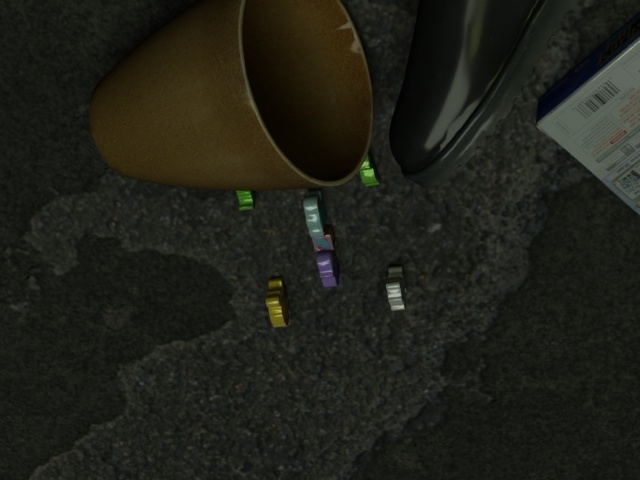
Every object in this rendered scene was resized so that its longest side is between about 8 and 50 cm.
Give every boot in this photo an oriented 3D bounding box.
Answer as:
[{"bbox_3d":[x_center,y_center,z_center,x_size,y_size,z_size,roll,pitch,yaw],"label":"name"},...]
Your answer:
[{"bbox_3d":[0.028,-0.310,1.448,0.445,0.146,0.367,31,96,-18],"label":"boot"}]

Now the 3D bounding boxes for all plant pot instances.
[{"bbox_3d":[-0.111,-0.147,1.594,0.254,0.237,0.237,-13,123,34],"label":"plant pot"}]

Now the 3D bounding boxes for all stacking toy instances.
[{"bbox_3d":[0.000,0.000,1.766,0.167,0.052,0.221,-7,123,12],"label":"stacking toy"}]

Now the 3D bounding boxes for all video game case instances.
[{"bbox_3d":[0.410,-0.143,1.605,0.244,0.061,0.269,39,121,-17],"label":"video game case"}]
